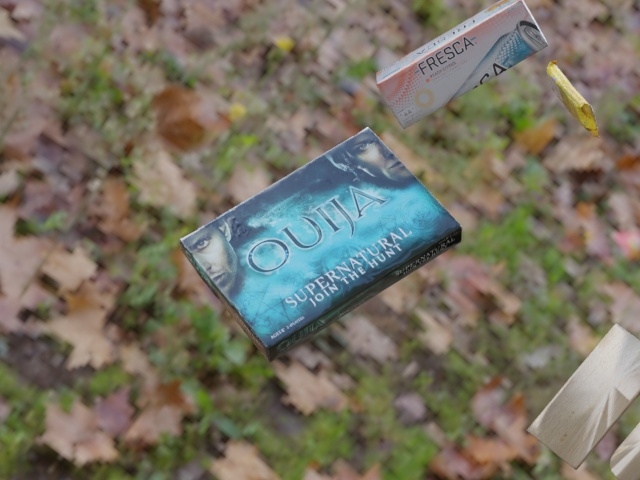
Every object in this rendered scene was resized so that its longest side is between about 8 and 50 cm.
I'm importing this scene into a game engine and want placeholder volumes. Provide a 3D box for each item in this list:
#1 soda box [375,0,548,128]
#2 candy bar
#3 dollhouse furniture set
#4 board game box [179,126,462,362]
[{"bbox_3d":[0.151,-0.195,1.928,0.063,0.183,0.058,57,10,-14],"label":"soda box"},{"bbox_3d":[0.276,-0.157,1.954,0.161,0.018,0.040,-108,176,-65],"label":"candy bar"},{"bbox_3d":[0.294,0.185,1.587,0.144,0.123,0.151,39,-4,30],"label":"dollhouse furniture set"},{"bbox_3d":[0.000,0.000,1.398,0.186,0.026,0.126,-32,61,-18],"label":"board game box"}]
